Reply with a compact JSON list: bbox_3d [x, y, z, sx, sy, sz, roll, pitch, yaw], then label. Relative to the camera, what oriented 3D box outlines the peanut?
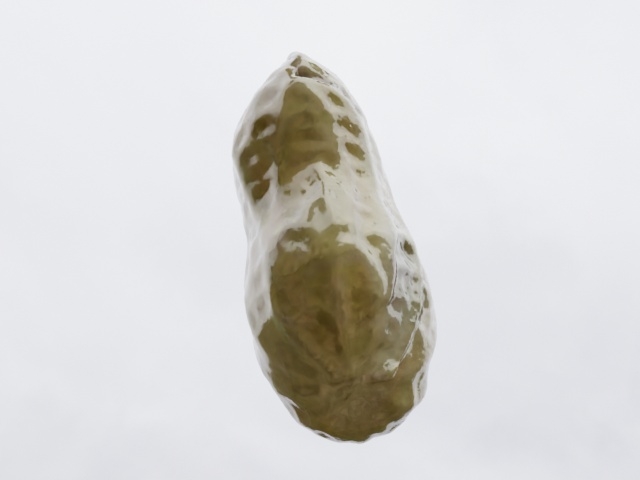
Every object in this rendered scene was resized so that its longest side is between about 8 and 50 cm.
[{"bbox_3d":[0.001,0.002,0.504,0.158,0.339,0.174,-26,-29,23],"label":"peanut"}]
